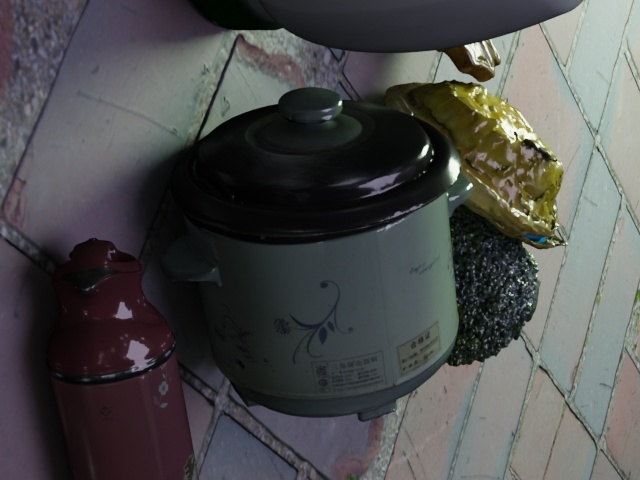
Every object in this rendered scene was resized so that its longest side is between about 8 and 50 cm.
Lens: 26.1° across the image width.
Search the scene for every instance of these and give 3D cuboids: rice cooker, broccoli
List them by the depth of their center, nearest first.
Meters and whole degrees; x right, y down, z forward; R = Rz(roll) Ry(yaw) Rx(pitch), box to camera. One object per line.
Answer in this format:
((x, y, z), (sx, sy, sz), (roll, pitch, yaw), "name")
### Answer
((0.000, 0.000, 1.299), (0.317, 0.264, 0.316), (-9, 118, -17), "rice cooker")
((0.164, 0.046, 1.687), (0.198, 0.226, 0.176), (-39, -178, -4), "broccoli")

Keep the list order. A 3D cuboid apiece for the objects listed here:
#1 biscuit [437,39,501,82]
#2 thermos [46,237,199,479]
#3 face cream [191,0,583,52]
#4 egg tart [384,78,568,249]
((0.156, -0.272, 1.637), (0.215, 0.034, 0.182), (37, 33, -41), "biscuit")
((-0.161, 0.149, 1.191), (0.136, 0.110, 0.330), (-37, 126, -51), "thermos")
((0.065, -0.294, 1.249), (0.312, 0.357, 0.219), (-50, 136, -44), "face cream")
((0.203, -0.106, 1.622), (0.107, 0.291, 0.291), (-48, 157, 20), "egg tart")
